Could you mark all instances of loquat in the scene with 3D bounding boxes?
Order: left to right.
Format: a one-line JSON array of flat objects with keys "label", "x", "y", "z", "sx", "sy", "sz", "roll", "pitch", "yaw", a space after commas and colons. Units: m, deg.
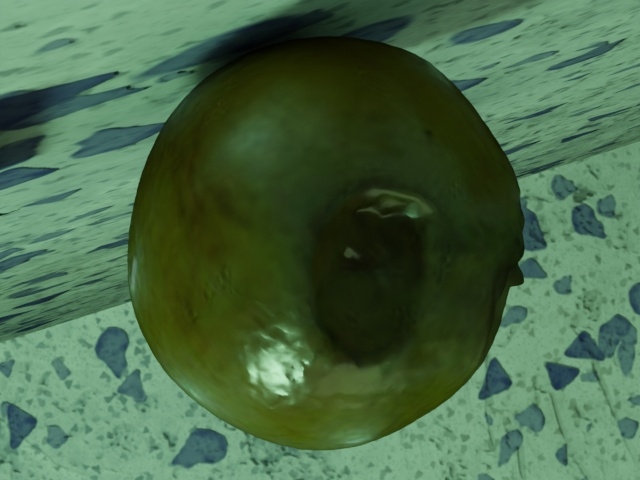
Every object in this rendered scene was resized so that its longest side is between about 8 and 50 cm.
[{"label": "loquat", "x": 0.000, "y": 0.000, "z": 0.758, "sx": 0.179, "sy": 0.179, "sz": 0.227, "roll": -17, "pitch": -173, "yaw": -9}]

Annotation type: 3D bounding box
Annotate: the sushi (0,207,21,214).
[{"label": "sushi", "x": -0.242, "y": 0.004, "z": 0.749, "sx": 0.210, "sy": 0.040, "sz": 0.193, "roll": -20, "pitch": -176, "yaw": -6}]
